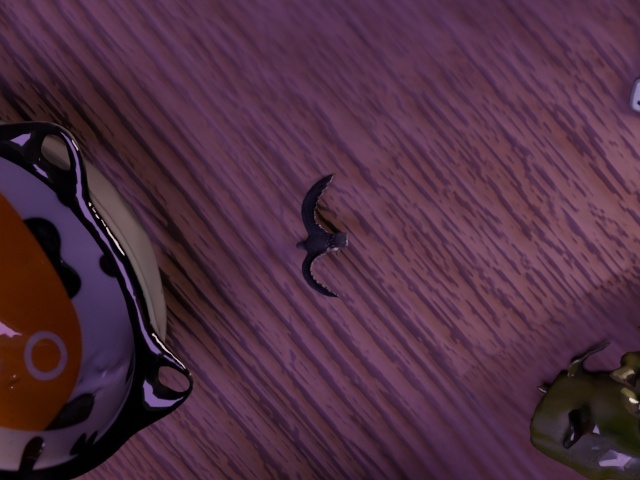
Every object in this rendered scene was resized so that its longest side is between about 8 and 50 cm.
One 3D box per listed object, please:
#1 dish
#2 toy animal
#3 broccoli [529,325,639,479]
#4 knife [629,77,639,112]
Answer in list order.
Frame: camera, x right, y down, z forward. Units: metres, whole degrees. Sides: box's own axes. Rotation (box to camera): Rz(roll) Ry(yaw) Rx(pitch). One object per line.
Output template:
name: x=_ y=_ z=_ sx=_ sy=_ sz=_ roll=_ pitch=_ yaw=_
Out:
dish: x=-0.215 y=0.027 z=1.023 sx=0.303 sy=0.120 sz=0.303 roll=8 pitch=116 yaw=17
toy animal: x=0.001 y=0.000 z=0.981 sx=0.028 sy=0.050 sz=0.084 roll=1 pitch=77 yaw=-12
broccoli: x=0.241 y=0.146 z=0.868 sx=0.273 sy=0.180 sz=0.242 roll=-1 pitch=114 yaw=22
knife: x=0.204 y=-0.118 z=0.859 sx=0.027 sy=0.010 sz=0.096 roll=15 pitch=118 yaw=14
